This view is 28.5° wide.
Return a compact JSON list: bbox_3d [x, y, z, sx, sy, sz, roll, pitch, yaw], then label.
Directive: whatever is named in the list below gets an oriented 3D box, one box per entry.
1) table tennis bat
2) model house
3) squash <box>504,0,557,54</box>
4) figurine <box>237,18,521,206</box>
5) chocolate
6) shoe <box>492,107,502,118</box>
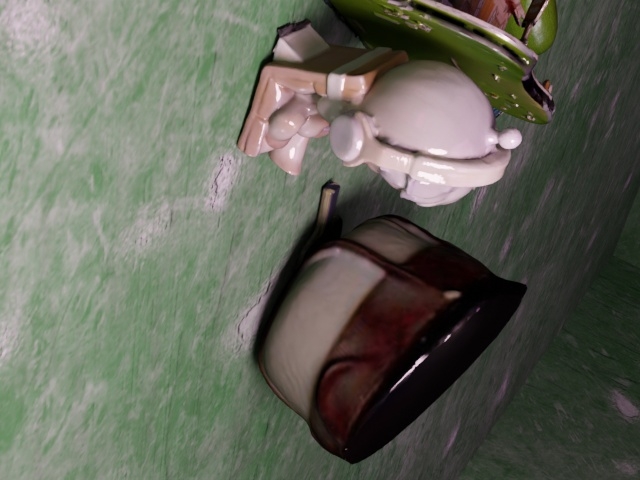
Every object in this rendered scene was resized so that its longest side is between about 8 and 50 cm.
[{"bbox_3d":[0.000,0.000,1.389,0.095,0.014,0.158,-43,155,-42],"label":"table tennis bat"},{"bbox_3d":[0.136,-0.230,1.144,0.154,0.207,0.294,-66,162,-1],"label":"model house"},{"bbox_3d":[0.238,-0.306,1.502,0.082,0.082,0.292,-59,159,-12],"label":"squash"},{"bbox_3d":[0.056,-0.093,1.079,0.162,0.236,0.141,-37,141,-59],"label":"figurine"},{"bbox_3d":[0.057,0.091,1.364,0.283,0.186,0.283,-40,165,-13],"label":"chocolate"},{"bbox_3d":[0.207,-0.196,1.598,0.071,0.064,0.143,-55,157,-26],"label":"shoe"}]
